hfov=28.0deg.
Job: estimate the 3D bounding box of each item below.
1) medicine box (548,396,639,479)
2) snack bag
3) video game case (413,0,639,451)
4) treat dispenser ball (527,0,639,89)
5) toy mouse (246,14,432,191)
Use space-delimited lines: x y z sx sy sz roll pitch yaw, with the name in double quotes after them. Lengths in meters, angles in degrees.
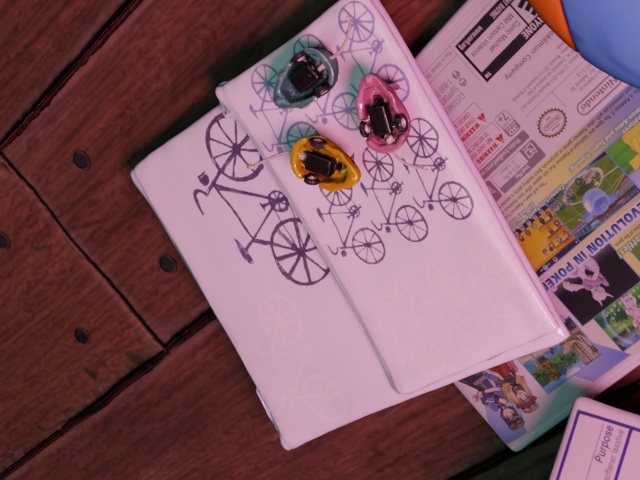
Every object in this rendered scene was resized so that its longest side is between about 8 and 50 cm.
0.296 0.295 0.979 0.289 0.149 0.264 16 78 21 "medicine box"
0.000 0.000 1.100 0.342 0.037 0.323 -28 93 39 "snack bag"
0.166 -0.025 1.023 0.300 0.036 0.329 49 128 6 "video game case"
0.238 -0.221 0.732 0.288 0.288 0.288 14 121 23 "treat dispenser ball"
0.020 -0.108 0.998 0.161 0.031 0.143 17 116 26 "toy mouse"
